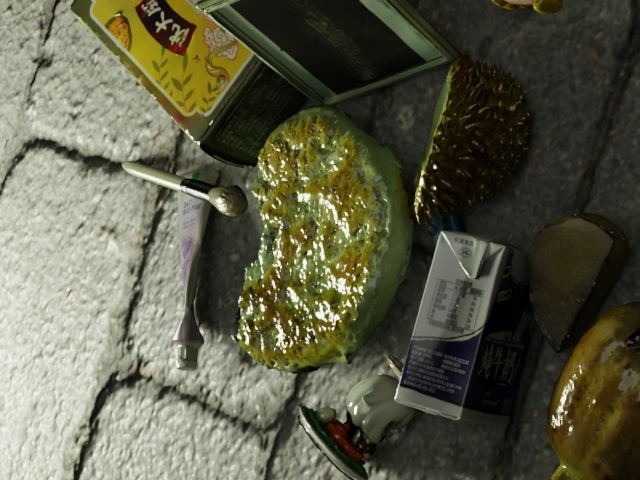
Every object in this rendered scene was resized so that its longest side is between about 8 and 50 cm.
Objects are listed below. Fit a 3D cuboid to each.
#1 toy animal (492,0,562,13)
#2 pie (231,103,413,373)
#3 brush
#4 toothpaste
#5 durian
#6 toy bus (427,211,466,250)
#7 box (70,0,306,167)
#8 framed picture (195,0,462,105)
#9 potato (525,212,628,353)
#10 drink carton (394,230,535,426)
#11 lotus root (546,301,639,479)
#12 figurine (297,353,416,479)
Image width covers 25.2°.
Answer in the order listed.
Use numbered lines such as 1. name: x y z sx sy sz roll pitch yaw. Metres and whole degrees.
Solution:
1. toy animal: 0.255 -0.377 1.819 0.156 0.156 0.229 -43 51 19
2. pie: 0.000 0.000 1.923 0.296 0.078 0.371 11 89 45
3. brush: -0.204 -0.086 2.094 0.299 0.039 0.042 22 134 46
4. toothpaste: -0.186 0.040 2.073 0.075 0.048 0.301 -26 57 56
5. durian: 0.186 -0.133 1.830 0.139 0.144 0.252 -6 71 65
6. toy bus: 0.169 0.006 1.851 0.046 0.038 0.083 -20 69 23
7. box: -0.119 -0.380 2.057 0.420 0.138 0.373 -51 59 13
8. framed picture: 0.015 -0.268 1.854 0.231 0.293 0.018 -18 58 30
9. potato: 0.310 0.038 1.736 0.101 0.089 0.172 33 119 28
10. drink carton: 0.188 0.108 1.762 0.102 0.134 0.222 13 88 37
11. lotus root: 0.353 0.183 1.638 0.169 0.141 0.314 45 115 34
12. figurine: 0.063 0.216 1.843 0.154 0.132 0.132 -43 60 4
